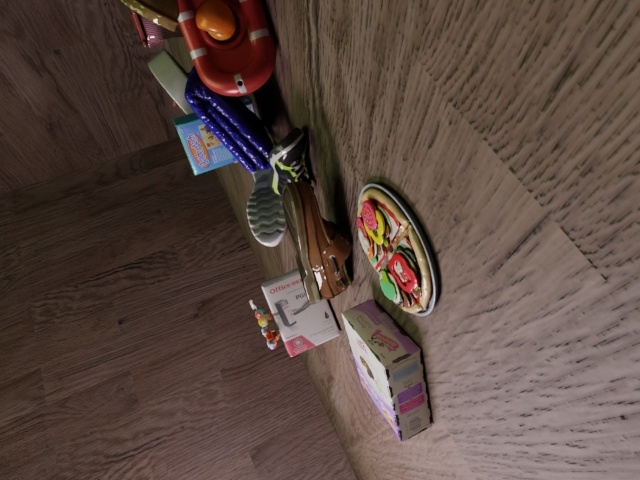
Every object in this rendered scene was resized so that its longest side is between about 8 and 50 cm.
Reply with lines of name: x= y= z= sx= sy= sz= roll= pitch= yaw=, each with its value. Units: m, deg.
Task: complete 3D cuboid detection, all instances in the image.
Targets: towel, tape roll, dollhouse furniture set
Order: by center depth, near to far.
towel: x=-0.208 y=-0.276 z=0.947 sx=0.228 sy=0.076 sz=0.308 roll=42 pitch=-168 yaw=-29
tape roll: x=-0.371 y=-0.415 z=1.337 sx=0.392 sy=0.072 sz=0.392 roll=51 pitch=-177 yaw=-3
dollhouse furniture set: x=-0.475 y=-0.611 z=1.454 sx=0.152 sy=0.202 sz=0.373 roll=-133 pitch=25 yaw=-57

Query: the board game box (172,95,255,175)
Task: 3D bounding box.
board game box: x=-0.274 y=-0.286 z=1.169 sx=0.160 sy=0.211 sz=0.047 roll=82 pitch=161 yaw=-44

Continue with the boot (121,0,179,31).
boot: x=-0.226 y=-0.486 z=0.625 sx=0.269 sy=0.089 sz=0.236 roll=-50 pitch=60 yaw=27

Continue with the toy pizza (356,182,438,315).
toy pizza: x=0.095 y=0.017 z=0.601 sx=0.201 sy=0.032 sz=0.201 roll=60 pitch=165 yaw=28

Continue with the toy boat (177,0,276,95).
toy boat: x=-0.166 y=-0.361 z=0.713 sx=0.151 sy=0.151 sz=0.230 roll=-92 pitch=-16 yaw=-69

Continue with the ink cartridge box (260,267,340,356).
ink cartridge box: x=-0.058 y=0.194 z=1.214 sx=0.092 sy=0.159 sz=0.217 roll=163 pitch=85 yaw=-80

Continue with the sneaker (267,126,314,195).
sneaker: x=-0.044 y=-0.139 z=0.857 sx=0.097 sy=0.084 sz=0.234 roll=42 pitch=164 yaw=4

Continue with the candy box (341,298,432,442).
candy box: x=0.119 y=0.232 z=0.773 sx=0.165 sy=0.070 sz=0.196 roll=47 pitch=156 yaw=57

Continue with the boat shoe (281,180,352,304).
boat shoe: x=0.000 y=0.000 z=0.808 sx=0.307 sy=0.105 sz=0.110 roll=81 pitch=170 yaw=-50

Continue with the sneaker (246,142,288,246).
sneaker: x=-0.111 y=-0.106 z=1.041 sx=0.115 sy=0.105 sz=0.280 roll=60 pitch=-157 yaw=-59

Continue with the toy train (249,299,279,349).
toy train: x=-0.150 y=0.242 z=1.220 sx=0.166 sy=0.046 sz=0.125 roll=58 pitch=166 yaw=39

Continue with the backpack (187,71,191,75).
backpack: x=-0.487 y=-0.575 z=1.687 sx=0.173 sy=0.158 sz=0.116 roll=62 pitch=180 yaw=-30
